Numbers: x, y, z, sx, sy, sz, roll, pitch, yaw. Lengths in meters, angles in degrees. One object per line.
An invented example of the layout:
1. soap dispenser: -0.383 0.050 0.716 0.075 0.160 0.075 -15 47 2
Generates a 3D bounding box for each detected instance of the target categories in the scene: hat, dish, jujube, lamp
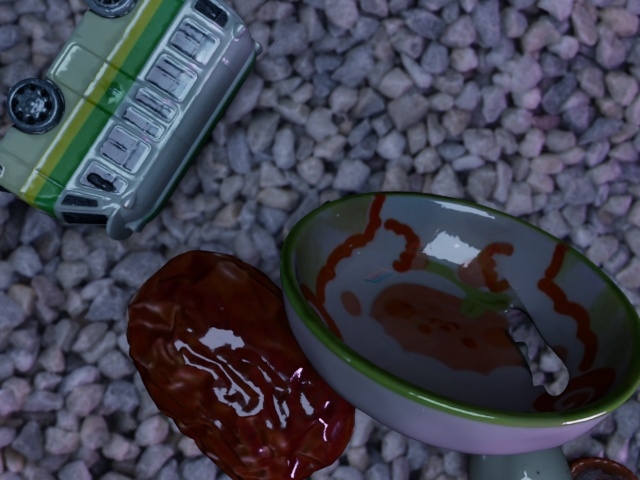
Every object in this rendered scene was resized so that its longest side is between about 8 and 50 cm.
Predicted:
1. hat: 0.305 0.279 0.638 0.112 0.162 0.093 -17 87 -6
2. dish: 0.116 0.084 0.593 0.324 0.324 0.124 10 123 -2
3. jujube: -0.076 0.126 0.620 0.174 0.174 0.250 -41 89 -2
4. lamp: 0.202 0.206 0.669 0.106 0.106 0.192 -8 81 -2

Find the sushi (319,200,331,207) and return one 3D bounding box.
1. sushi: 0.000 0.000 0.695 0.046 0.044 0.083 41 90 -23

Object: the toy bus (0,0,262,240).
1. toy bus: -0.191 -0.136 0.635 0.165 0.133 0.276 31 88 -1
